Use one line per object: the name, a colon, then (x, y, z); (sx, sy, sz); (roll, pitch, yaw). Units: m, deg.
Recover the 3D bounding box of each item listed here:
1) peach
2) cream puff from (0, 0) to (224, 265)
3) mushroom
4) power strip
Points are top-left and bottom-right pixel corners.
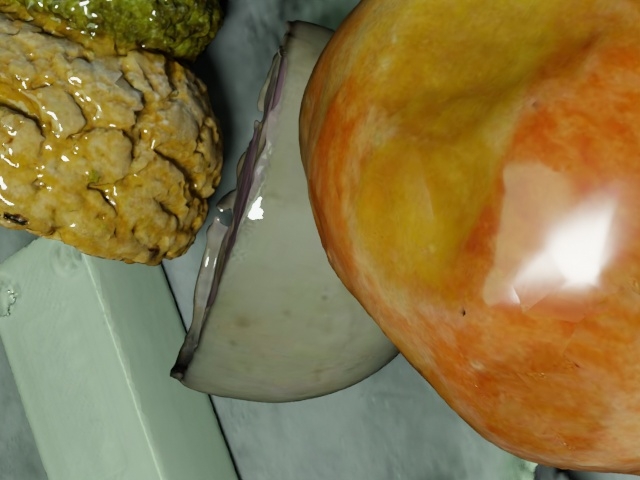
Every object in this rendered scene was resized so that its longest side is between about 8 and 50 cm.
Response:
peach: (0.096, -0.026, 0.704); (0.235, 0.214, 0.214); (31, 117, 38)
cream puff: (-0.118, -0.094, 0.917); (0.183, 0.183, 0.169); (29, 98, 36)
mushroom: (0.000, 0.000, 0.857); (0.117, 0.141, 0.188); (27, 131, -1)
power strip: (-0.073, 0.177, 0.987); (0.091, 0.062, 0.385); (-30, 76, 41)
